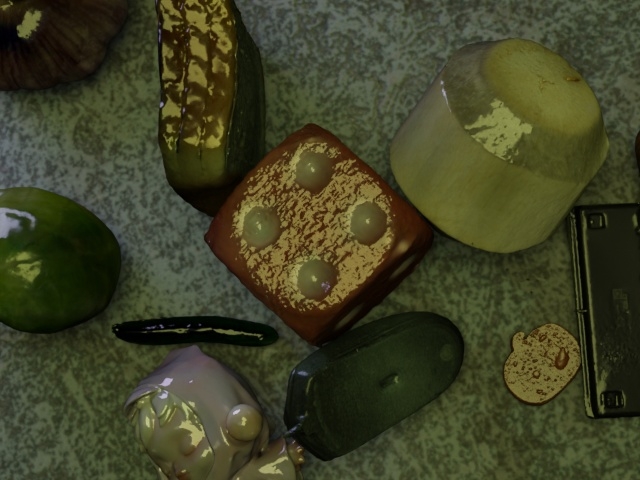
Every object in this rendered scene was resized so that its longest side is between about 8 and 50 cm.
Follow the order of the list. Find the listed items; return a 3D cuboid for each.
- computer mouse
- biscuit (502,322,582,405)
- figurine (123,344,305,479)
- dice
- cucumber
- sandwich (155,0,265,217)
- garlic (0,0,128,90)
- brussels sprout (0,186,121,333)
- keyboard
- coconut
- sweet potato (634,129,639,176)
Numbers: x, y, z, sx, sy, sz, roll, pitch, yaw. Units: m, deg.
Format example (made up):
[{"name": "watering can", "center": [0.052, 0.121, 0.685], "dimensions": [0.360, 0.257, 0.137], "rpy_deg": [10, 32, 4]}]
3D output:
[{"name": "computer mouse", "center": [0.048, 0.149, 1.378], "dimensions": [0.229, 0.068, 0.113], "rpy_deg": [-25, 104, -22]}, {"name": "biscuit", "center": [0.233, 0.129, 1.407], "dimensions": [0.091, 0.015, 0.078], "rpy_deg": [-42, 77, -2]}, {"name": "figurine", "center": [-0.092, 0.233, 1.369], "dimensions": [0.276, 0.133, 0.200], "rpy_deg": [51, 132, 10]}, {"name": "dice", "center": [0.000, 0.000, 1.375], "dimensions": [0.174, 0.175, 0.179], "rpy_deg": [43, 87, 11]}, {"name": "cucumber", "center": [-0.137, 0.099, 1.448], "dimensions": [0.184, 0.033, 0.036], "rpy_deg": [1, 55, 7]}, {"name": "sandwich", "center": [-0.109, -0.149, 1.375], "dimensions": [0.087, 0.251, 0.226], "rpy_deg": [1, 80, 6]}, {"name": "garlic", "center": [-0.332, -0.283, 1.472], "dimensions": [0.244, 0.160, 0.245], "rpy_deg": [-1, 87, 13]}, {"name": "brussels sprout", "center": [-0.309, 0.023, 1.422], "dimensions": [0.180, 0.144, 0.162], "rpy_deg": [4, 65, 6]}, {"name": "keyboard", "center": [0.313, 0.073, 1.399], "dimensions": [0.093, 0.025, 0.230], "rpy_deg": [-2, 80, -3]}, {"name": "coconut", "center": [0.179, -0.088, 1.362], "dimensions": [0.202, 0.222, 0.202], "rpy_deg": [16, 47, -18]}, {"name": "sweet potato", "center": [0.377, -0.047, 1.381], "dimensions": [0.068, 0.068, 0.226], "rpy_deg": [-20, 65, 3]}]
